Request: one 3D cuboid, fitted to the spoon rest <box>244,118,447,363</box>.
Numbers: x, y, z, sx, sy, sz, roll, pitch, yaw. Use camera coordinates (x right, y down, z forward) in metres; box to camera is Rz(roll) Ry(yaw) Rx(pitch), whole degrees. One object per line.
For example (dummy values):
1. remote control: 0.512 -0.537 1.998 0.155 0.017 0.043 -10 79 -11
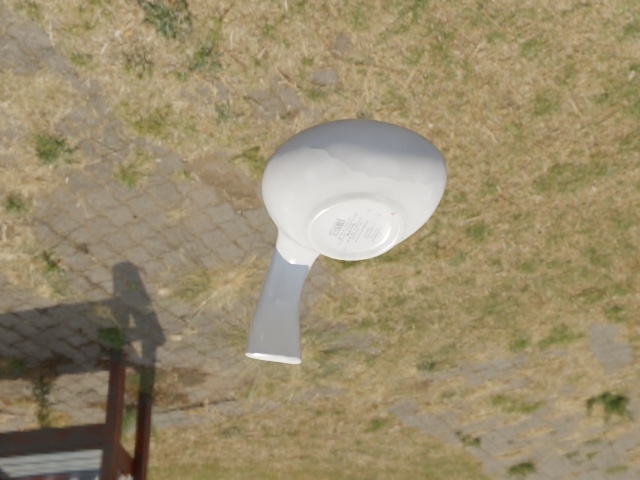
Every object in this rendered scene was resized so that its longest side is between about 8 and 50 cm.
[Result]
1. spoon rest: 0.000 0.000 0.578 0.137 0.084 0.276 12 138 -18
